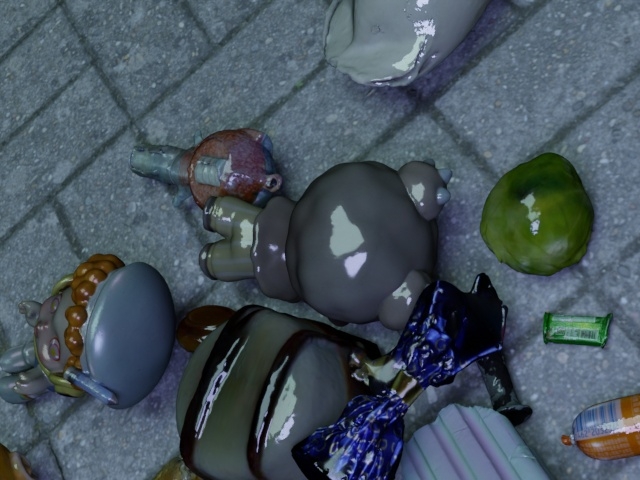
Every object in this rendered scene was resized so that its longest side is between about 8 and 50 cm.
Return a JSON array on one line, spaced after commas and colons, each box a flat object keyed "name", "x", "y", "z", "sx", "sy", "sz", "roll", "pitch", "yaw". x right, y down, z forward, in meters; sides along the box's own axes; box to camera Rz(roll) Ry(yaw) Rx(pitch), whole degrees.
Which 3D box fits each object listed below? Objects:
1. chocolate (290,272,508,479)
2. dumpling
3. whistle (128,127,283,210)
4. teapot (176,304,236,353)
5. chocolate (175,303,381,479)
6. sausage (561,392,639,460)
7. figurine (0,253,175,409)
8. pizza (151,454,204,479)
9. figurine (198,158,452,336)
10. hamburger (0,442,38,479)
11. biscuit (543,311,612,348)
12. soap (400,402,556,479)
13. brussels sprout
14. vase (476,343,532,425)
[{"name": "chocolate", "x": 0.103, "y": 0.165, "z": 1.263, "sx": 0.148, "sy": 0.126, "sz": 0.343, "roll": 39, "pitch": 75, "yaw": 2}, {"name": "dumpling", "x": 0.139, "y": -0.394, "z": 1.583, "sx": 0.260, "sy": 0.181, "sz": 0.341, "roll": 30, "pitch": 106, "yaw": 46}, {"name": "whistle", "x": -0.181, "y": -0.111, "z": 1.666, "sx": 0.346, "sy": 0.134, "sz": 0.142, "roll": 13, "pitch": 111, "yaw": 42}, {"name": "teapot", "x": -0.153, "y": 0.145, "z": 1.556, "sx": 0.129, "sy": 0.078, "sz": 0.098, "roll": 8, "pitch": 28, "yaw": 34}, {"name": "chocolate", "x": -0.064, "y": 0.203, "z": 1.378, "sx": 0.284, "sy": 0.186, "sz": 0.283, "roll": -18, "pitch": 50, "yaw": 23}, {"name": "sausage", "x": 0.390, "y": 0.205, "z": 1.206, "sx": 0.234, "sy": 0.071, "sz": 0.071, "roll": -16, "pitch": 60, "yaw": 22}, {"name": "figurine", "x": -0.364, "y": 0.149, "z": 1.628, "sx": 0.382, "sy": 0.205, "sz": 0.224, "roll": -10, "pitch": 64, "yaw": 49}, {"name": "pizza", "x": -0.235, "y": 0.448, "z": 1.428, "sx": 0.258, "sy": 0.087, "sz": 0.268, "roll": -35, "pitch": 46, "yaw": 39}, {"name": "figurine", "x": -0.001, "y": 0.000, "z": 1.452, "sx": 0.381, "sy": 0.203, "sz": 0.248, "roll": 1, "pitch": 72, "yaw": 32}, {"name": "hamburger", "x": -0.518, "y": 0.432, "z": 1.527, "sx": 0.186, "sy": 0.261, "sz": 0.302, "roll": -18, "pitch": 77, "yaw": 18}, {"name": "biscuit", "x": 0.321, "y": 0.113, "z": 1.325, "sx": 0.089, "sy": 0.016, "sz": 0.046, "roll": 1, "pitch": 66, "yaw": 30}, {"name": "soap", "x": 0.192, "y": 0.289, "z": 1.227, "sx": 0.145, "sy": 0.091, "sz": 0.230, "roll": -39, "pitch": 27, "yaw": 5}, {"name": "brussels sprout", "x": 0.273, "y": -0.037, "z": 1.358, "sx": 0.149, "sy": 0.122, "sz": 0.151, "roll": -29, "pitch": 57, "yaw": 12}, {"name": "vase", "x": 0.217, "y": 0.153, "z": 1.340, "sx": 0.059, "sy": 0.059, "sz": 0.167, "roll": -26, "pitch": 57, "yaw": 17}]
